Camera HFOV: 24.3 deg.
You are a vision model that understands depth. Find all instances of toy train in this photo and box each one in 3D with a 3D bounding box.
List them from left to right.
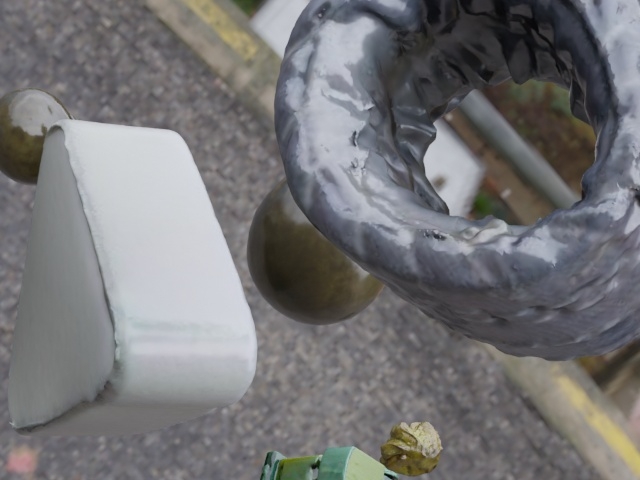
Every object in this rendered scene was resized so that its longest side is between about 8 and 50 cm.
[{"bbox_3d":[0.008,0.197,1.175,0.081,0.122,0.050,37,56,-38],"label":"toy train"}]

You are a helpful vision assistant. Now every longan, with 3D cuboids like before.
[{"bbox_3d":[-0.308,-0.116,1.607,0.106,0.106,0.119,47,41,-2],"label":"longan"},{"bbox_3d":[0.000,0.000,1.625,0.167,0.167,0.187,35,54,-20],"label":"longan"}]

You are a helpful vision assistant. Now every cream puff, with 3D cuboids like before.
[{"bbox_3d":[0.118,0.263,1.860,0.083,0.058,0.083,-54,124,-21],"label":"cream puff"}]

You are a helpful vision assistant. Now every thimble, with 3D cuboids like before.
[{"bbox_3d":[0.102,-0.052,0.807,0.236,0.205,0.172,38,-1,33],"label":"thimble"}]

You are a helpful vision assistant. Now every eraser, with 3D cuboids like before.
[{"bbox_3d":[-0.183,0.072,1.429,0.150,0.331,0.331,5,50,-27],"label":"eraser"}]
